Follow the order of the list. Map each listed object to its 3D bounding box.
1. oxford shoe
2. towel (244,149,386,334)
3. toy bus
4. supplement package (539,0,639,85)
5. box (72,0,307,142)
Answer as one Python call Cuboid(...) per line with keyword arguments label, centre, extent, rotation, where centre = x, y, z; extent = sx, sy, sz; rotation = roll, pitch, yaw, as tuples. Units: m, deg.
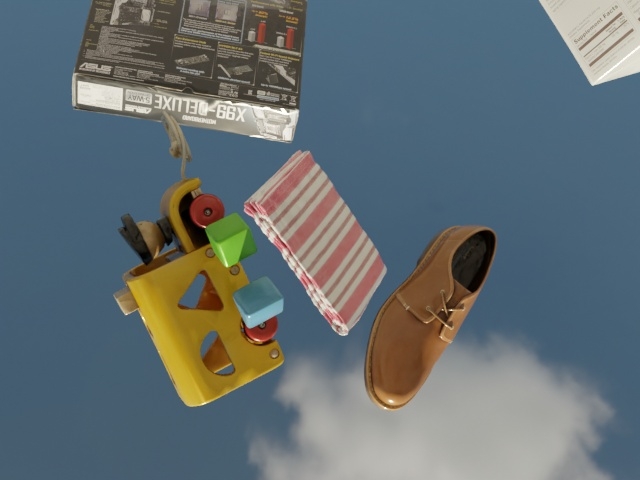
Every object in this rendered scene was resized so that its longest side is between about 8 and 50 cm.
Cuboid(label="oxford shoe", centre=(0.109, 0.069, 0.973), extent=(0.076, 0.076, 0.212), rotation=(33, -108, -14))
Cuboid(label="towel", centre=(0.000, 0.000, 1.183), extent=(0.197, 0.029, 0.144), rotation=(56, -142, -13))
Cuboid(label="toy bus", centre=(-0.113, 0.033, 0.803), extent=(0.104, 0.191, 0.202), rotation=(-27, -126, -14))
Cuboid(label="supplement package", centre=(0.422, -0.325, 1.141), extent=(0.204, 0.262, 0.145), rotation=(-20, -104, -39))
Cuboid(label="box", centre=(-0.177, -0.276, 1.404), extent=(0.308, 0.076, 0.242), rotation=(8, -124, -8))
